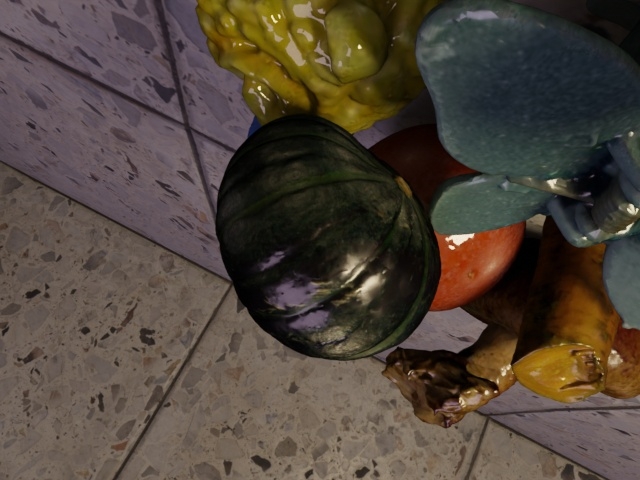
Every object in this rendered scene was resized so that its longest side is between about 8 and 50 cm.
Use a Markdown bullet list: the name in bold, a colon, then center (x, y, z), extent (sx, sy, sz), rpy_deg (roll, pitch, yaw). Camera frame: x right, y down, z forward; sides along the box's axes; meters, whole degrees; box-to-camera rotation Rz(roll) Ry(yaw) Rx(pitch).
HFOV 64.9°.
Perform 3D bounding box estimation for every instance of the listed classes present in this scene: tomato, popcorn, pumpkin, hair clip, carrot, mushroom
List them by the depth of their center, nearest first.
- **hair clip**: center (0.284, -0.096, 0.440), extent (0.392, 0.238, 0.318), rpy_deg (25, 160, 9)
- **pumpkin**: center (0.000, 0.000, 0.506), extent (0.216, 0.249, 0.250), rpy_deg (-16, 139, 24)
- **popcorn**: center (0.003, -0.219, 0.533), extent (0.250, 0.235, 0.242), rpy_deg (41, -167, 25)
- **carrot**: center (0.320, 0.040, 0.623), extent (0.114, 0.301, 0.114), rpy_deg (21, 157, 9)
- **tomato**: center (0.161, -0.037, 0.711), extent (0.265, 0.265, 0.265), rpy_deg (25, 159, 10)
- **mushroom**: center (0.343, 0.161, 0.795), extent (0.334, 0.356, 0.331), rpy_deg (33, 159, -33)

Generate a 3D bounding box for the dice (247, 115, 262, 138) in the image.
- **dice**: center (-0.028, -0.171, 0.796), extent (0.146, 0.146, 0.143), rpy_deg (28, 161, 0)
